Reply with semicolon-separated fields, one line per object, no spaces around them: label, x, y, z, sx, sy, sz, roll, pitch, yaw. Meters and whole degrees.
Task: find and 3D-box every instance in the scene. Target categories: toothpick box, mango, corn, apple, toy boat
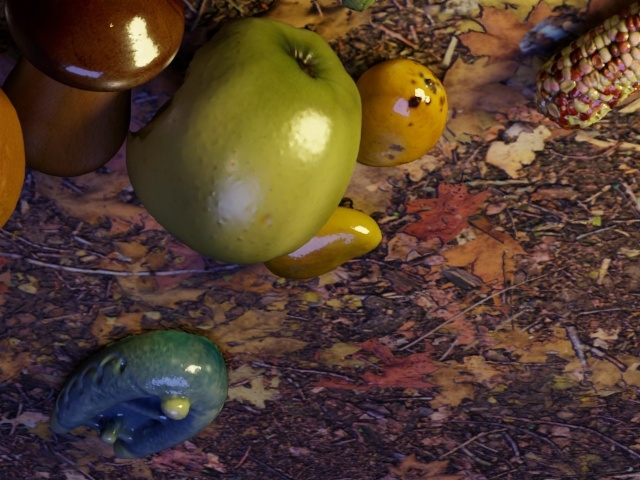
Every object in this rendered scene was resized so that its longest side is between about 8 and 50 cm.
toothpick box;-0.263;-0.201;1.761;0.192;0.192;0.294;12;148;-14
mango;0.090;-0.145;1.892;0.115;0.090;0.178;14;145;1
corn;0.355;-0.216;1.785;0.092;0.092;0.280;30;133;-32
apple;-0.082;-0.108;1.800;0.279;0.279;0.279;1;143;1
toy boat;-0.268;0.255;2.405;0.215;0.123;0.330;30;136;-30
mango;0.000;0.000;2.097;0.161;0.076;0.103;-13;136;13

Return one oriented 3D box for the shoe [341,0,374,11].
shoe;0.030;-0.331;1.605;0.128;0.140;0.262;-1;147;-6

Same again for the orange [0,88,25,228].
orange;-0.443;-0.087;1.712;0.264;0.264;0.264;1;143;1
